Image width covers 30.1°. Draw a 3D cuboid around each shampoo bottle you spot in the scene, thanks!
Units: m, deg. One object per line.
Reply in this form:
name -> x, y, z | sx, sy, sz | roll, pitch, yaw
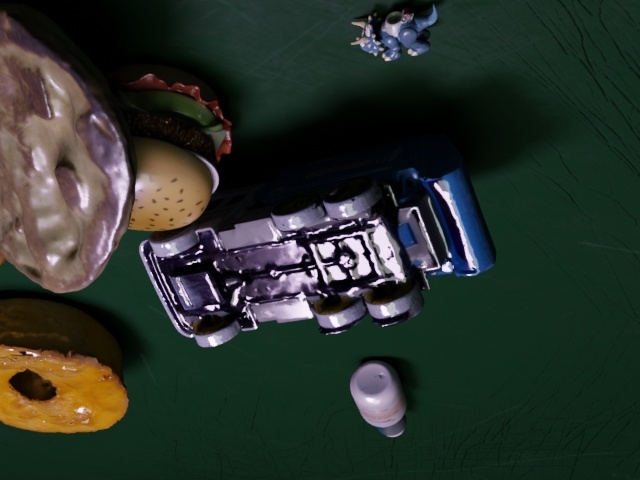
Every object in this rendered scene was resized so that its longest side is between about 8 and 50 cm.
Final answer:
shampoo bottle -> 0.094, 0.246, 1.779 | 0.074, 0.074, 0.192 | -2, 149, 12

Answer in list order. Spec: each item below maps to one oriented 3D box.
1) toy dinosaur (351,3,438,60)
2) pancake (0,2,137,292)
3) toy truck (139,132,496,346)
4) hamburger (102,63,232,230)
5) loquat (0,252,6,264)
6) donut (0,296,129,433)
toy dinosaur -> 0.070, -0.191, 1.085 | 0.083, 0.031, 0.047 | -8, 149, 20
pancake -> -0.276, -0.093, 1.141 | 0.294, 0.049, 0.295 | 23, 128, 34
toy truck -> 0.000, 0.000, 1.245 | 0.367, 0.175, 0.146 | -10, 114, 27
hamburger -> -0.173, -0.084, 1.201 | 0.175, 0.137, 0.175 | 1, 148, 1
loquat -> -0.417, -0.014, 1.390 | 0.137, 0.113, 0.137 | 5, 125, 8
donut -> -0.402, 0.174, 1.695 | 0.277, 0.109, 0.278 | 4, 149, 2
